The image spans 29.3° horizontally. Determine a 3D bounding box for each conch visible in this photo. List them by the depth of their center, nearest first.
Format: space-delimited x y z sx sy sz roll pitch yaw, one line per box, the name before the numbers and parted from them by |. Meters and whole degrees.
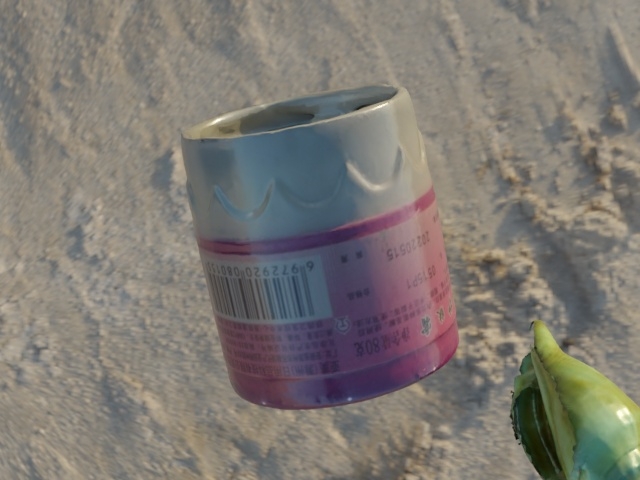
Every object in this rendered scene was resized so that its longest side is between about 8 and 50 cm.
conch | 0.202 0.150 0.955 0.079 0.201 0.095 26 102 -32

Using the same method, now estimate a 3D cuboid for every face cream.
face cream | 0.000 0.000 0.875 0.175 0.175 0.195 -16 106 -19
